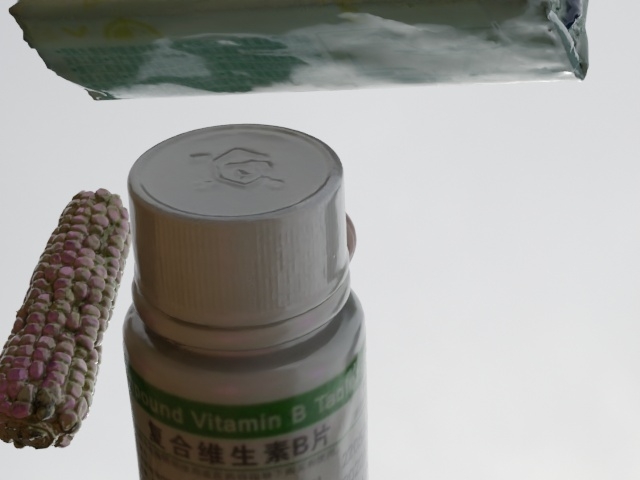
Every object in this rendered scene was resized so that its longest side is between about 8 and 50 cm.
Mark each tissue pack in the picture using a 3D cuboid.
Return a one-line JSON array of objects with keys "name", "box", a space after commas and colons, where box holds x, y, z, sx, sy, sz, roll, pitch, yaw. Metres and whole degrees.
[{"name": "tissue pack", "box": [0.001, -0.251, 1.044, 0.388, 0.287, 0.162, 0, -25, 23]}]

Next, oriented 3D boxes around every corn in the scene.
[{"name": "corn", "box": [-0.308, 0.090, 1.749, 0.126, 0.335, 0.127, 7, -32, 4]}]

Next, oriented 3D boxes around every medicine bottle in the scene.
[{"name": "medicine bottle", "box": [-0.040, 0.063, 0.821, 0.139, 0.139, 0.237, 24, -52, 34]}]

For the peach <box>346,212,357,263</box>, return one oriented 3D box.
[{"name": "peach", "box": [-0.001, -0.001, 1.508, 0.083, 0.083, 0.083, 20, -58, 36]}]
